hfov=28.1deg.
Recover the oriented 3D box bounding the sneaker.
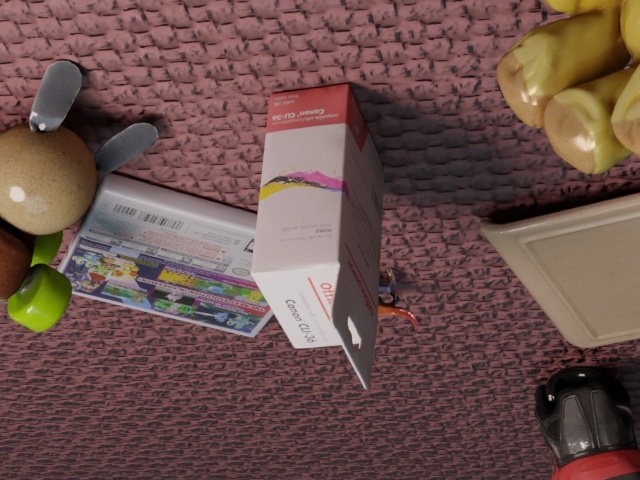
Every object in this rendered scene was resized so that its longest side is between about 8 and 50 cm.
[{"bbox_3d":[0.275,0.198,1.314,0.098,0.135,0.276,-15,168,7],"label":"sneaker"}]

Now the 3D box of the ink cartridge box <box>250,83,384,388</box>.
[{"bbox_3d":[0.000,0.000,0.935,0.067,0.198,0.115,-6,146,15],"label":"ink cartridge box"}]

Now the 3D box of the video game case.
[{"bbox_3d":[-0.119,0.019,1.143,0.201,0.023,0.183,15,146,-18],"label":"video game case"}]

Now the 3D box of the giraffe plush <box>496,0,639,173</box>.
[{"bbox_3d":[0.240,-0.125,0.782,0.170,0.181,0.210,18,112,-38],"label":"giraffe plush"}]

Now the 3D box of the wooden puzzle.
[{"bbox_3d":[0.282,0.017,1.081,0.239,0.044,0.221,-9,146,28],"label":"wooden puzzle"}]

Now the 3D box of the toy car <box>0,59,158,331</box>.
[{"bbox_3d":[-0.223,-0.052,0.983,0.188,0.149,0.155,-43,127,15],"label":"toy car"}]

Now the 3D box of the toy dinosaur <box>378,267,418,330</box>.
[{"bbox_3d":[0.030,0.053,1.141,0.082,0.090,0.047,-22,134,-16],"label":"toy dinosaur"}]
